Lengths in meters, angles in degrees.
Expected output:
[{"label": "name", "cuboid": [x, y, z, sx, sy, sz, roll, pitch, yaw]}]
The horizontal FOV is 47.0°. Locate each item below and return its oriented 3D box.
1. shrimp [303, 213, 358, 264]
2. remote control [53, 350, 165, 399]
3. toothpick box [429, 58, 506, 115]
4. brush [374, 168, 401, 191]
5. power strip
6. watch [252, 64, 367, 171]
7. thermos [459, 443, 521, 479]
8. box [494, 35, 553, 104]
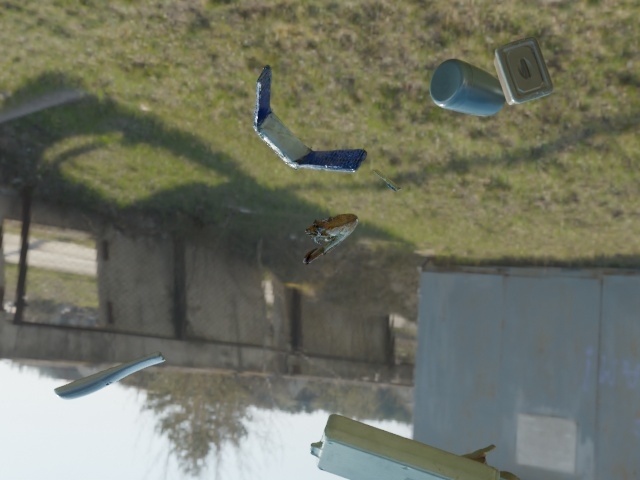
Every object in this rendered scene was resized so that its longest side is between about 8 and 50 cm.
[{"label": "shrimp", "cuboid": [-0.001, -0.001, 1.285, 0.124, 0.034, 0.178, -47, 165, 26]}, {"label": "remote control", "cuboid": [-0.350, 0.229, 1.233, 0.184, 0.027, 0.050, -20, 163, -6]}, {"label": "toothpick box", "cuboid": [0.371, -0.372, 1.825, 0.184, 0.120, 0.120, 8, 172, -38]}, {"label": "brush", "cuboid": [0.157, -0.142, 1.744, 0.016, 0.013, 0.083, -20, -126, -42]}, {"label": "power strip", "cuboid": [0.118, 0.316, 1.021, 0.270, 0.046, 0.118, 18, 141, 5]}, {"label": "watch", "cuboid": [-0.030, -0.219, 1.566, 0.276, 0.068, 0.274, 43, 164, 3]}, {"label": "thermos", "cuboid": [0.325, 0.531, 1.378, 0.176, 0.265, 0.146, -19, -175, 34]}, {"label": "box", "cuboid": [0.399, -0.332, 1.463, 0.089, 0.122, 0.062, -17, 175, -2]}]
